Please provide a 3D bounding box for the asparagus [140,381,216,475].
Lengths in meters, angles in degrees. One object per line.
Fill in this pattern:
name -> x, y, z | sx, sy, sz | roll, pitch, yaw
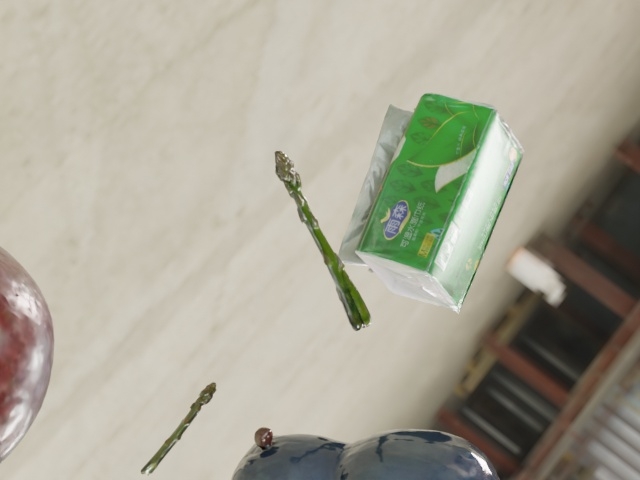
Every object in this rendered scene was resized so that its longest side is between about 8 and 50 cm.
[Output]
asparagus -> -0.138, 0.185, 1.634 | 0.016, 0.013, 0.166 | -19, 155, -46

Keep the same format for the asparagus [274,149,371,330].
asparagus -> 0.000, 0.000, 1.629 | 0.022, 0.023, 0.233 | -41, 127, -20

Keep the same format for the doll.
doll -> 0.041, 0.248, 1.558 | 0.228, 0.258, 0.154 | -53, 144, -69

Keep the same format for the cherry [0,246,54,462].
cherry -> -0.300, 0.091, 1.153 | 0.230, 0.203, 0.300 | -59, -166, -10

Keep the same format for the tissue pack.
tissue pack -> 0.117, -0.050, 1.931 | 0.148, 0.156, 0.209 | 42, 67, -59
